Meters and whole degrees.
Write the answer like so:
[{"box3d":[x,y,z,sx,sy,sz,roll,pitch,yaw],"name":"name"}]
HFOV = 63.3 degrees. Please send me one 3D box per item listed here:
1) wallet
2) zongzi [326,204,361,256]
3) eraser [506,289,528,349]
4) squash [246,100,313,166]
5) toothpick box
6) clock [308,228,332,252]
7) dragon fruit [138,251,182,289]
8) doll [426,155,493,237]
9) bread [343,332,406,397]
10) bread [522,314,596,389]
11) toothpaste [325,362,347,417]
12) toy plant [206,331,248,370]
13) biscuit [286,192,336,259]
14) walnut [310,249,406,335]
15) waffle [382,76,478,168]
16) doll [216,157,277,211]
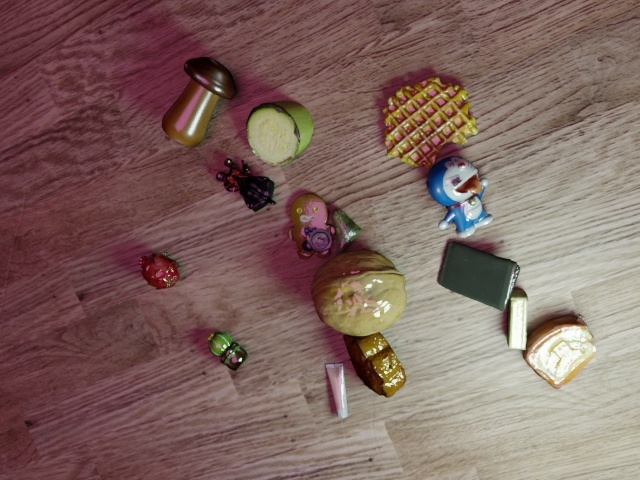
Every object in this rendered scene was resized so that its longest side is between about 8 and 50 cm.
[{"box3d":[0.510,0.110,1.690,0.245,0.052,0.168,23,106,36],"name":"wallet"},{"box3d":[0.048,-0.039,1.783,0.154,0.062,0.130,44,88,-3],"name":"zongzi"},{"box3d":[0.635,0.253,1.679,0.058,0.117,0.172,2,98,17],"name":"eraser"},{"box3d":[-0.145,-0.372,1.792,0.220,0.133,0.220,8,114,19],"name":"squash"},{"box3d":[-0.419,-0.480,1.787,0.192,0.192,0.294,37,109,6],"name":"toothpick box"},{"box3d":[0.000,0.000,1.804,0.085,0.017,0.085,1,102,5],"name":"clock"},{"box3d":[-0.602,0.116,1.943,0.166,0.133,0.136,28,61,7],"name":"dragon fruit"},{"box3d":[0.441,-0.140,1.649,0.215,0.161,0.256,-36,101,-13],"name":"doll"},{"box3d":[0.185,0.418,1.752,0.135,0.232,0.246,-29,100,-11],"name":"bread"},{"box3d":[0.766,0.345,1.659,0.190,0.123,0.244,37,103,4],"name":"bread"},{"box3d":[0.065,0.546,1.893,0.067,0.043,0.194,-9,90,16],"name":"toothpaste"},{"box3d":[-0.354,0.408,1.940,0.162,0.093,0.092,40,104,4],"name":"toy plant"},{"box3d":[-0.035,-0.048,1.834,0.180,0.039,0.236,-6,94,15],"name":"biscuit"},{"box3d":[0.129,0.171,1.711,0.313,0.277,0.252,-19,124,10],"name":"walnut"},{"box3d":[0.346,-0.377,1.688,0.301,0.058,0.281,-15,95,14],"name":"waffle"},{"box3d":[-0.252,-0.195,1.842,0.249,0.088,0.127,31,124,16],"name":"doll"}]
